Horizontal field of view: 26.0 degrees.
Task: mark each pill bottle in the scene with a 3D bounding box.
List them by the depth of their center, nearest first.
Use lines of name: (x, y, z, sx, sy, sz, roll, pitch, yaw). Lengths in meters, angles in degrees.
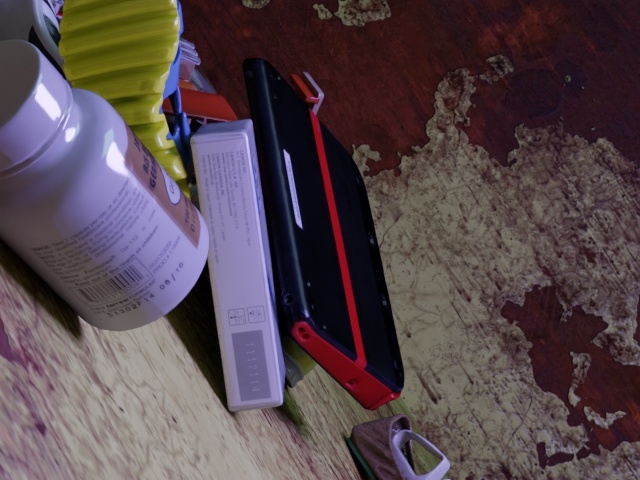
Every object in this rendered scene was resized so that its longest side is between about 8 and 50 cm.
pill bottle: (-0.193, -0.041, 1.064, 0.229, 0.131, 0.131, 53, 6, -45)

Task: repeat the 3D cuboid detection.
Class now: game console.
game console: (0.000, 0.000, 1.747, 0.342, 0.060, 0.386, 42, 32, -56)

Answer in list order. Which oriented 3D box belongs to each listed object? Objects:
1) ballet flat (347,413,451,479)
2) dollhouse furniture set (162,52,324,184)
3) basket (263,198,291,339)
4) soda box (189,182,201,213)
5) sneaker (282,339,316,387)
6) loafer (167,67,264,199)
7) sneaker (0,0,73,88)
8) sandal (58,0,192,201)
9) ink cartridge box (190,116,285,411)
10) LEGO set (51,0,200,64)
ballet flat: (0.141, 0.369, 2.030, 0.116, 0.124, 0.342, 55, 5, -32)
dollhouse furniture set: (-0.141, -0.180, 1.897, 0.259, 0.135, 0.262, 7, 31, -30)
basket: (-0.078, 0.018, 1.959, 0.204, 0.154, 0.227, 61, -1, -12)
soda box: (-0.133, -0.018, 2.127, 0.183, 0.063, 0.058, 55, 5, -36)
sneaker: (-0.032, 0.132, 1.979, 0.081, 0.094, 0.208, 54, 4, -27)
loafer: (-0.171, -0.125, 2.256, 0.366, 0.134, 0.130, 45, 32, -24)
sneaker: (-0.311, -0.219, 1.495, 0.121, 0.079, 0.217, 55, 12, -78)
sandal: (-0.194, -0.162, 1.440, 0.138, 0.126, 0.317, -85, 175, -68)
ink cartridge box: (-0.090, 0.012, 1.558, 0.261, 0.066, 0.296, -97, 180, -79)
LEGO set: (-0.282, -0.278, 1.825, 0.244, 0.060, 0.182, 23, 11, -15)
